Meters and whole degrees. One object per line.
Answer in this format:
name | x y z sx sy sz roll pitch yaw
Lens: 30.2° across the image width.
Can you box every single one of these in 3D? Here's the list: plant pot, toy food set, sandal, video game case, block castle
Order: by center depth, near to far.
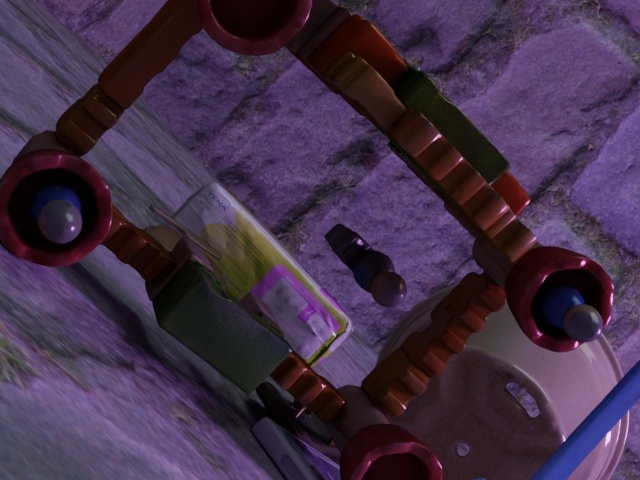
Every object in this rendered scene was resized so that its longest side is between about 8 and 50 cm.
block castle | 0.000 0.000 0.953 0.453 0.303 0.213 42 4 -23
video game case | 0.032 0.250 1.065 0.173 0.022 0.190 48 2 40
sandal | 0.002 0.185 1.196 0.090 0.060 0.219 47 2 38
toy food set | -0.159 0.034 1.386 0.132 0.038 0.192 38 10 -23
plant pot | 0.188 0.220 1.390 0.334 0.334 0.305 47 13 9

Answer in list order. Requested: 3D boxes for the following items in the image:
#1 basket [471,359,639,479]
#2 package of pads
basket | 0.172 0.218 0.637 0.201 0.289 0.254 39 9 -40
package of pads | -0.081 0.052 1.718 0.296 0.101 0.229 46 0 4
